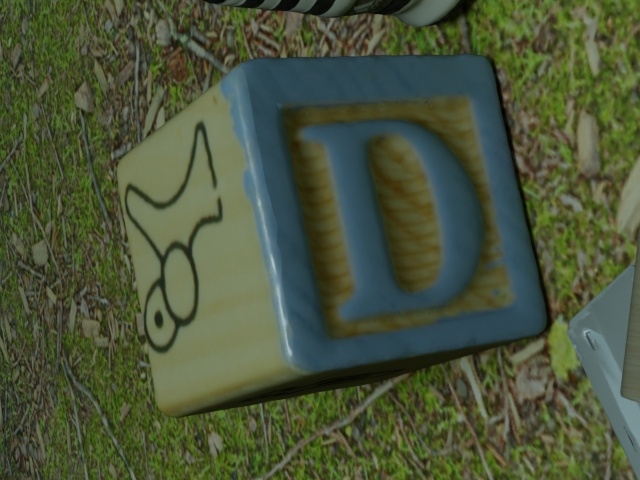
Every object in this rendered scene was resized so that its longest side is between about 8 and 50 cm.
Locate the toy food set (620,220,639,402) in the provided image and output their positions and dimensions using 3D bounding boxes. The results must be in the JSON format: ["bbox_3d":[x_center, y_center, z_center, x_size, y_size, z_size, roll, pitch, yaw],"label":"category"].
[{"bbox_3d":[0.258,-0.020,0.546,0.306,0.092,0.220,6,88,57],"label":"toy food set"}]

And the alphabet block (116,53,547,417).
[{"bbox_3d":[0.000,0.000,0.849,0.197,0.193,0.192,-25,73,57],"label":"alphabet block"}]

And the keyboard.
[{"bbox_3d":[0.208,0.137,0.708,0.072,0.014,0.256,-49,54,44],"label":"keyboard"}]

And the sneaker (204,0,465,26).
[{"bbox_3d":[-0.065,-0.347,0.836,0.169,0.257,0.447,-41,60,53],"label":"sneaker"}]
